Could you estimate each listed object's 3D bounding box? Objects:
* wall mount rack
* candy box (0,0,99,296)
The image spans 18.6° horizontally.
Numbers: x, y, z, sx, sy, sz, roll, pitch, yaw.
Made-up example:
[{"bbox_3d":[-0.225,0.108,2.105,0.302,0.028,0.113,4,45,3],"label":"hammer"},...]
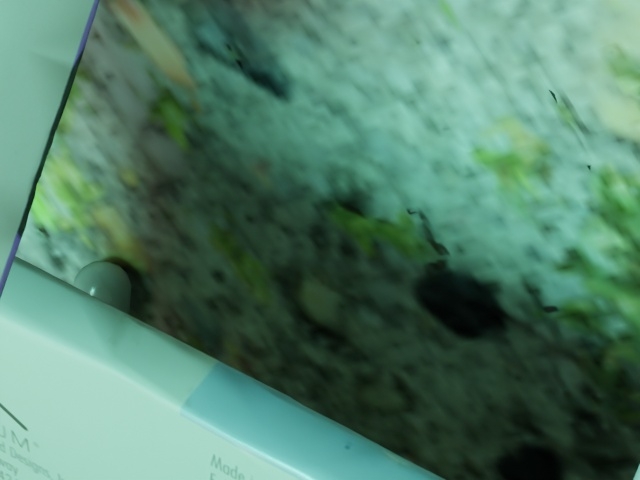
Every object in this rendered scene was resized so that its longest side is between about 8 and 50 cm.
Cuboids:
[{"bbox_3d":[0.000,0.000,0.439,0.350,0.130,0.304,25,141,19],"label":"wall mount rack"},{"bbox_3d":[-0.125,-0.095,0.393,0.196,0.070,0.165,27,102,37],"label":"candy box"}]
